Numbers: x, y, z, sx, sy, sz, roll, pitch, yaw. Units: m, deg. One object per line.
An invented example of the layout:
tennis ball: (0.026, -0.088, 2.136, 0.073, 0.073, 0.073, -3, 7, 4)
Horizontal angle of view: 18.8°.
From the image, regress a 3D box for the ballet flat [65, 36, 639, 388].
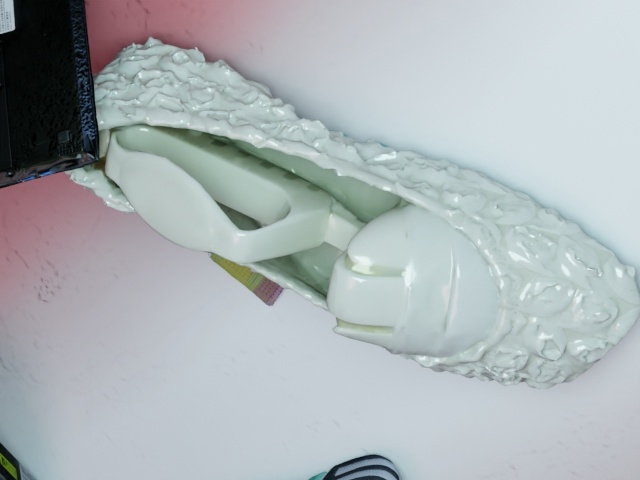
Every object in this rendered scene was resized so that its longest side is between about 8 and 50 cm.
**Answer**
ballet flat: (0.000, 0.000, 1.257, 0.409, 0.147, 0.147, 25, 127, 18)

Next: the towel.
towel: (-0.040, 0.004, 1.368, 0.060, 0.009, 0.083, 40, 129, 6)

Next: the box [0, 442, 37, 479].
box: (-0.337, 0.205, 1.537, 0.184, 0.045, 0.191, -23, 139, 9)

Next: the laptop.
laptop: (-0.257, -0.109, 1.344, 0.264, 0.136, 0.234, -14, 69, 15)

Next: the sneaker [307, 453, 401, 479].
sneaker: (-0.020, 0.235, 1.444, 0.223, 0.083, 0.098, -19, 110, 37)
